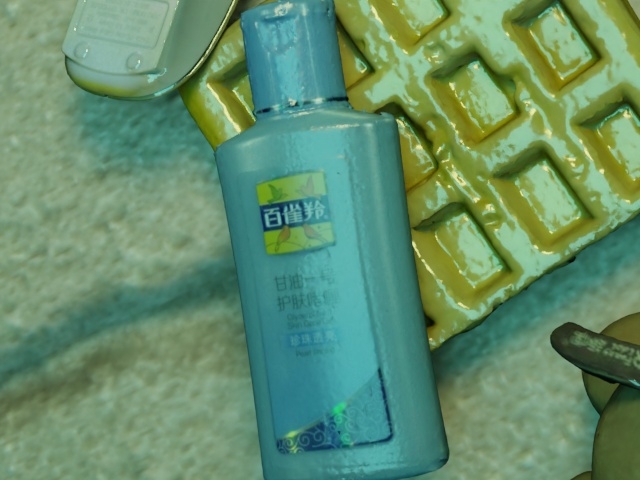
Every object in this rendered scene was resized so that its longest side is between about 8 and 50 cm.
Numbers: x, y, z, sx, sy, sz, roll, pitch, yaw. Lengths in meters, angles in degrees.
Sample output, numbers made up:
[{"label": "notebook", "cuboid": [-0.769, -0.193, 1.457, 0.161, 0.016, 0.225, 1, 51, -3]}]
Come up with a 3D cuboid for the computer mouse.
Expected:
[{"label": "computer mouse", "cuboid": [-0.084, -0.172, 1.031, 0.102, 0.045, 0.199, 13, 83, 35]}]

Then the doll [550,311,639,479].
[{"label": "doll", "cuboid": [0.274, 0.124, 0.885, 0.330, 0.174, 0.235, 9, 82, 16]}]

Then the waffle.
[{"label": "waffle", "cuboid": [0.065, -0.070, 0.999, 0.248, 0.055, 0.221, -35, 84, 16]}]

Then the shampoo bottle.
[{"label": "shampoo bottle", "cuboid": [0.000, 0.000, 0.963, 0.104, 0.061, 0.258, -9, 90, 18]}]
